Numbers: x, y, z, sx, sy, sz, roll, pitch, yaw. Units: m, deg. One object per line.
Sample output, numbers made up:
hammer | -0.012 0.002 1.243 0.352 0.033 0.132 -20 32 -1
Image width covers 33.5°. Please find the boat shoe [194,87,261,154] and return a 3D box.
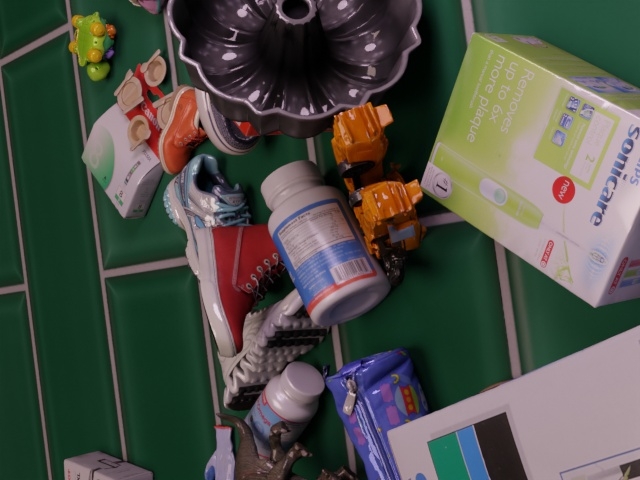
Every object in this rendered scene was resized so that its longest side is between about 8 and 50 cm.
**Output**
boat shoe | -0.095 -0.294 1.582 0.158 0.127 0.340 12 103 55

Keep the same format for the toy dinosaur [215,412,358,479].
toy dinosaur | -0.052 0.370 1.551 0.313 0.121 0.160 34 96 8

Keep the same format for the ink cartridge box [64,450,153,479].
ink cartridge box | -0.412 0.508 2.070 0.203 0.086 0.148 4 97 47

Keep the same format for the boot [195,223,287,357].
boot | -0.087 0.060 1.564 0.244 0.176 0.088 -102 6 -45

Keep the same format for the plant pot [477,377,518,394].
plant pot | 0.234 0.293 1.301 0.237 0.109 0.237 9 103 48

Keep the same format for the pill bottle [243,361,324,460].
pill bottle | -0.057 0.262 1.639 0.087 0.087 0.160 54 130 30

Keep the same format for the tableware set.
tableware set | -0.307 -0.245 1.886 0.141 0.020 0.169 -34 64 30

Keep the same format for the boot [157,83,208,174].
boot | -0.225 -0.176 1.801 0.084 0.059 0.158 32 116 36

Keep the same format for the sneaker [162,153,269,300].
sneaker | -0.161 -0.024 1.709 0.283 0.110 0.122 55 128 28

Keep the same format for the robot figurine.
robot figurine | 0.078 -0.058 1.359 0.085 0.291 0.211 -20 76 2

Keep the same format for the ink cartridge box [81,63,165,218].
ink cartridge box | -0.346 -0.181 1.939 0.181 0.056 0.225 51 130 31

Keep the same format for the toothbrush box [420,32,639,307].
toothbrush box | 0.273 -0.088 1.202 0.283 0.122 0.206 38 122 37

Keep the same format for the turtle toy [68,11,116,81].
turtle toy | -0.420 -0.362 1.988 0.095 0.066 0.130 29 116 43

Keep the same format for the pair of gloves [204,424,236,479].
pair of gloves | -0.135 0.394 1.793 0.198 0.023 0.159 1 95 48

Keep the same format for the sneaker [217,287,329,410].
sneaker | -0.081 0.144 1.648 0.292 0.110 0.118 -51 47 37

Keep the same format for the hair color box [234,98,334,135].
hair color box | -0.054 -0.199 1.519 0.093 0.167 0.053 50 130 32

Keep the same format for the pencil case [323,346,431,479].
pencil case | 0.105 0.293 1.430 0.119 0.133 0.306 -27 75 29

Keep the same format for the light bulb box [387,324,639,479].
light bulb box | 0.326 0.209 1.000 0.361 0.358 0.225 -33 68 44

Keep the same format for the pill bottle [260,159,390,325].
pill bottle | 0.000 0.000 1.517 0.124 0.124 0.221 -47 60 40

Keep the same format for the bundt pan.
bundt pan | -0.035 -0.274 1.408 0.124 0.331 0.331 100 148 -67

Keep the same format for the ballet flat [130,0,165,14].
ballet flat | -0.343 -0.467 1.893 0.221 0.077 0.079 45 145 35
